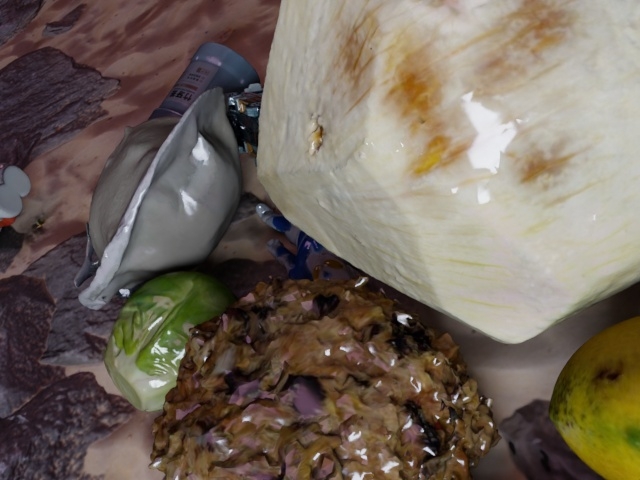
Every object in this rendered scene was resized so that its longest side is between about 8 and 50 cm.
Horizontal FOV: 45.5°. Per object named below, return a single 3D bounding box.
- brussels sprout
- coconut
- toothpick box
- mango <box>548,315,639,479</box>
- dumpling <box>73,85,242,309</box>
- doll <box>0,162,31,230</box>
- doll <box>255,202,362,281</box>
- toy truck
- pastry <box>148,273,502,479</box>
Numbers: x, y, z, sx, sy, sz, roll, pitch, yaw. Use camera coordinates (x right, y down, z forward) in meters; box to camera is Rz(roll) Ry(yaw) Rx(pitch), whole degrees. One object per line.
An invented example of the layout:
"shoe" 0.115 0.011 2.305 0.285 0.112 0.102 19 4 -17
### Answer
"brussels sprout" -0.155 0.099 0.800 0.155 0.117 0.155 -12 35 8
"coconut" 0.137 -0.117 0.612 0.416 0.344 0.415 -16 48 19
"toothpick box" -0.160 -0.175 1.025 0.101 0.101 0.153 11 63 39
"mango" 0.295 0.116 0.428 0.317 0.211 0.172 12 103 39
"dumpling" -0.161 -0.043 0.852 0.205 0.163 0.292 -2 53 52
"doll" -0.565 -0.037 1.170 0.291 0.130 0.160 -17 49 29
"doll" 0.000 0.000 0.817 0.114 0.057 0.227 -32 41 2
"toy truck" -0.043 -0.143 0.925 0.115 0.080 0.178 -20 27 -25
"pastry" 0.003 0.158 0.622 0.275 0.192 0.274 -2 48 2
